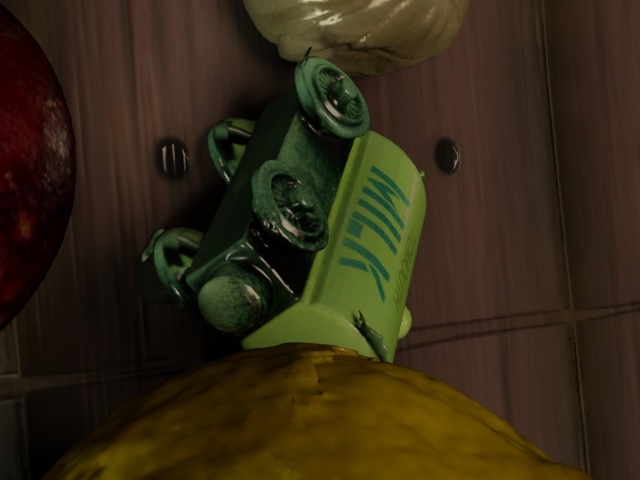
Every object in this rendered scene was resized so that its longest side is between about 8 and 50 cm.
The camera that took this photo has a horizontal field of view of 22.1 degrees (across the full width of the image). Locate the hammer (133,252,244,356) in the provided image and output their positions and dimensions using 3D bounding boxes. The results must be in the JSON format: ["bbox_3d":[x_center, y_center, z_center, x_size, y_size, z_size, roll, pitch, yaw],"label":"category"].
[{"bbox_3d":[-0.045,0.224,0.984,0.168,0.044,0.440,9,80,-41],"label":"hammer"}]

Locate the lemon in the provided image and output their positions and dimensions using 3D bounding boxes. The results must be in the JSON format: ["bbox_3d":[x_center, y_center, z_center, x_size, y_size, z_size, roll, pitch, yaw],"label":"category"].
[{"bbox_3d":[-0.014,0.234,0.777,0.350,0.387,0.350,39,18,-15],"label":"lemon"}]

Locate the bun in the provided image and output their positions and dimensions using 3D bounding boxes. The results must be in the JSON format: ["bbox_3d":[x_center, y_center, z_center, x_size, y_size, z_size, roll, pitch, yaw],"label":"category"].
[{"bbox_3d":[0.033,-0.185,1.051,0.166,0.113,0.173,41,55,-30],"label":"bun"}]

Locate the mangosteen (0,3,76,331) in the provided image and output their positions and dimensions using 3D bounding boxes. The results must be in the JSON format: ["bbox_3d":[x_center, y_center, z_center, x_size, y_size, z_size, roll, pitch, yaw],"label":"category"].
[{"bbox_3d":[-0.226,-0.019,0.745,0.261,0.235,0.235,93,20,-61],"label":"mangosteen"}]

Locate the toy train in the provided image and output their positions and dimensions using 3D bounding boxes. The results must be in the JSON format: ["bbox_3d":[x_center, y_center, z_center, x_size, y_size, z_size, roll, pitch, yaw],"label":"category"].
[{"bbox_3d":[0.000,0.000,0.957,0.157,0.105,0.253,47,27,-16],"label":"toy train"}]
